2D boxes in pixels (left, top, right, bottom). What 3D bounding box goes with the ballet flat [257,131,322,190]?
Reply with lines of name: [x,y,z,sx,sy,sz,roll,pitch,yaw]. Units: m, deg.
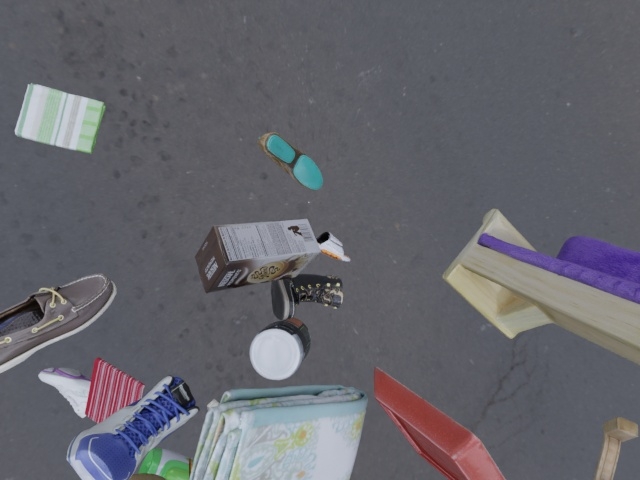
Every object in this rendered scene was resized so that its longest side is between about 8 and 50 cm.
ballet flat: [-0.128,-0.320,1.844,0.342,0.124,0.116,32,85,-41]

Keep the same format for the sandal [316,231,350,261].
sandal: [0.005,0.001,1.554,0.265,0.102,0.076,25,84,-30]

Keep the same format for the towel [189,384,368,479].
towel: [-0.073,0.425,0.817,0.374,0.090,0.321,17,89,-45]

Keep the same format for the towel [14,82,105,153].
towel: [-0.525,-0.245,0.930,0.151,0.023,0.113,14,87,-6]

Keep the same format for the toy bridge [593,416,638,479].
toy bridge: [0.326,0.297,0.505,0.026,0.063,0.188,18,55,5]

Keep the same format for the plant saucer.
plant saucer: [0.215,0.370,0.824,0.047,0.258,0.259,-42,117,-16]

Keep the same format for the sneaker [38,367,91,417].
sneaker: [-0.916,0.579,1.724,0.305,0.114,0.152,26,81,-12]

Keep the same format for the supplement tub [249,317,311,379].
supplement tub: [-0.141,0.400,1.755,0.193,0.316,0.194,0,89,8]

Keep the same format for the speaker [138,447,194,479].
speaker: [-0.407,0.749,1.424,0.296,0.131,0.131,31,93,-21]

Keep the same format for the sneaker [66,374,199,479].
sneaker: [-0.362,0.370,0.948,0.182,0.315,0.127,-41,88,-1]

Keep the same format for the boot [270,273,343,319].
boot: [-0.049,0.213,1.820,0.284,0.377,0.138,6,99,-11]

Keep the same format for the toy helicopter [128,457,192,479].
toy helicopter: [-0.367,0.627,1.039,0.234,0.140,0.355,-19,128,-11]

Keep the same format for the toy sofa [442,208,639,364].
toy sofa: [0.305,0.057,0.462,0.150,0.362,0.177,39,90,-19]

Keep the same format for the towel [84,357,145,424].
towel: [-0.660,0.507,1.467,0.274,0.031,0.199,11,91,35]

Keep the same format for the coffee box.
coffee box: [-0.173,0.039,1.274,0.297,0.168,0.119,-7,64,-37]

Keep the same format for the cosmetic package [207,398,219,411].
cosmetic package: [-0.401,0.697,1.841,0.115,0.060,0.041,34,52,24]

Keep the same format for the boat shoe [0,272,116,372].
boat shoe: [-0.617,0.165,1.022,0.116,0.097,0.324,36,53,29]
